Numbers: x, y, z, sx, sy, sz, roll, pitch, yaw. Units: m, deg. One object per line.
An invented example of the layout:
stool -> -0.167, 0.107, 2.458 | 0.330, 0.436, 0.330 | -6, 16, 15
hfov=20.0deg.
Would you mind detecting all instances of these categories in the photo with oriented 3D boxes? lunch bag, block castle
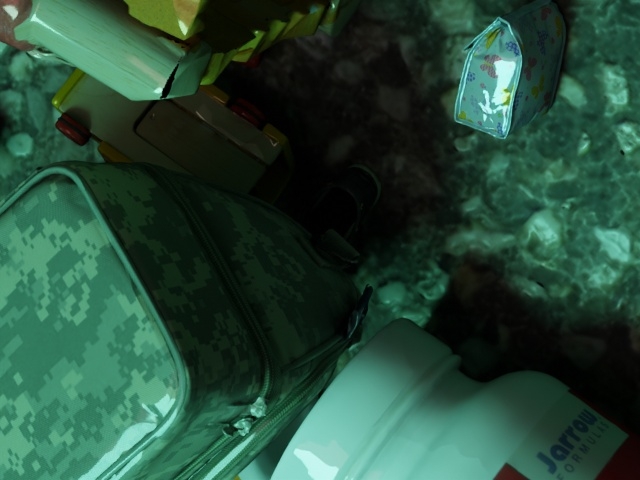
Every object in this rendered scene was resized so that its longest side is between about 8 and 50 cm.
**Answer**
lunch bag -> -0.137, 0.097, 1.242 | 0.305, 0.256, 0.212 | -44, 69, 24
block castle -> -0.052, -0.331, 1.105 | 0.213, 0.303, 0.453 | 31, 122, 16
lunch bag -> 0.129, -0.121, 1.229 | 0.053, 0.071, 0.083 | 26, 123, 23

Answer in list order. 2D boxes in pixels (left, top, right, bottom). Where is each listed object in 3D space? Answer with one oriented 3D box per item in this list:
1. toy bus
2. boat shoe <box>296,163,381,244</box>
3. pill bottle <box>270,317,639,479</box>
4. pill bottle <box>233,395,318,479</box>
toy bus -> -0.117, -0.078, 1.371 | 0.191, 0.104, 0.202 | -8, 73, 3
boat shoe -> -0.001, -0.001, 1.374 | 0.049, 0.042, 0.133 | 39, 126, 8
pill bottle -> 0.171, 0.238, 1.258 | 0.407, 0.229, 0.229 | 35, 123, 13
pill bottle -> -0.120, 0.134, 1.449 | 0.216, 0.121, 0.121 | 1, 111, 30
